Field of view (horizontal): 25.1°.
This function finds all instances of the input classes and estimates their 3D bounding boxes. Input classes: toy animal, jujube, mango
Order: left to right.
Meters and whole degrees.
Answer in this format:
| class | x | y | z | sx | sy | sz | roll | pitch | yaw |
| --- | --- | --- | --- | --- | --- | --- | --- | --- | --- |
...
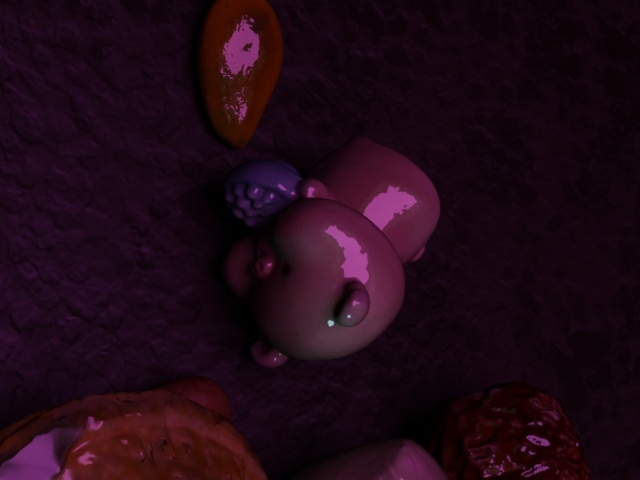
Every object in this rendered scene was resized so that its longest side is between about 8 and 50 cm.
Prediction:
| class | x | y | z | sx | sy | sz | roll | pitch | yaw |
| --- | --- | --- | --- | --- | --- | --- | --- | --- | --- |
| mango | -0.090 | -0.196 | 1.595 | 0.101 | 0.066 | 0.188 | 8 | 88 | -32 |
| toy animal | 0.017 | 0.011 | 1.560 | 0.221 | 0.210 | 0.230 | -11 | 72 | -36 |
| jujube | 0.211 | 0.281 | 1.636 | 0.213 | 0.213 | 0.232 | -10 | 78 | -34 |

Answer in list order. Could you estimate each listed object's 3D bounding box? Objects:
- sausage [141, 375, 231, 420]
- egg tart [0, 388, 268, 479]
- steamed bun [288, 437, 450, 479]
| class | x | y | z | sx | sy | sz | roll | pitch | yaw |
| --- | --- | --- | --- | --- | --- | --- | --- | --- | --- |
| sausage | -0.263 | 0.244 | 1.399 | 0.419 | 0.094 | 0.094 | -28 | 76 | -33 |
| egg tart | -0.182 | 0.360 | 1.326 | 0.443 | 0.178 | 0.443 | -15 | 113 | -40 |
| steamed bun | 0.072 | 0.290 | 1.533 | 0.152 | 0.238 | 0.170 | -29 | 93 | -34 |
